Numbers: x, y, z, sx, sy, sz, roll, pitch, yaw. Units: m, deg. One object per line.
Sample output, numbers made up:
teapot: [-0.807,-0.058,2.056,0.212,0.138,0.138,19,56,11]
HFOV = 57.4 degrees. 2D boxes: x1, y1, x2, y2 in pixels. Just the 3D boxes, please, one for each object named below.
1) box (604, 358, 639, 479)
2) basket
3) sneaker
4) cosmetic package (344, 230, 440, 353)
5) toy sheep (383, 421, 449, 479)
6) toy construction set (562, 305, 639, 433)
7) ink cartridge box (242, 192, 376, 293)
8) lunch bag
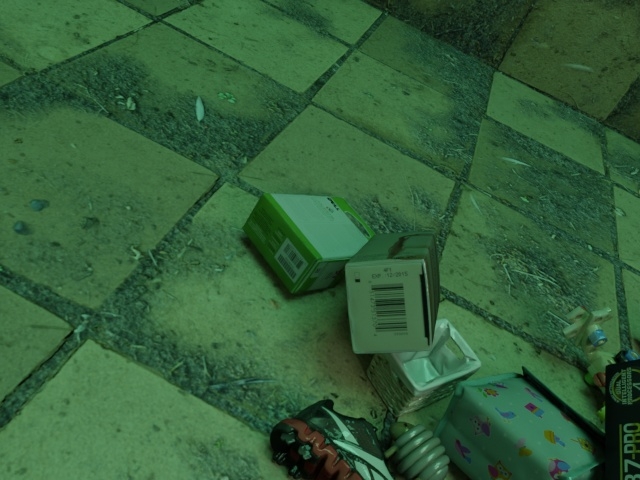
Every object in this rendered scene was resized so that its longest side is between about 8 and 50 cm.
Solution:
box: [0.572,0.411,0.882,0.395,0.097,0.318,38,50,-24]
basket: [0.178,0.225,1.036,0.167,0.103,0.113,-9,51,-36]
sneaker: [0.062,0.338,0.852,0.276,0.097,0.135,39,43,17]
cosmetic package: [0.137,0.078,1.026,0.129,0.153,0.296,-5,9,14]
toy sheep: [0.155,0.340,0.914,0.091,0.091,0.132,-19,61,-41]
toy construction set: [0.579,0.291,1.152,0.215,0.151,0.327,10,53,-27]
ink cartridge box: [0.000,0.000,1.197,0.255,0.097,0.189,-2,45,-50]
lunch bag: [0.358,0.329,0.963,0.262,0.160,0.223,2,27,-38]
